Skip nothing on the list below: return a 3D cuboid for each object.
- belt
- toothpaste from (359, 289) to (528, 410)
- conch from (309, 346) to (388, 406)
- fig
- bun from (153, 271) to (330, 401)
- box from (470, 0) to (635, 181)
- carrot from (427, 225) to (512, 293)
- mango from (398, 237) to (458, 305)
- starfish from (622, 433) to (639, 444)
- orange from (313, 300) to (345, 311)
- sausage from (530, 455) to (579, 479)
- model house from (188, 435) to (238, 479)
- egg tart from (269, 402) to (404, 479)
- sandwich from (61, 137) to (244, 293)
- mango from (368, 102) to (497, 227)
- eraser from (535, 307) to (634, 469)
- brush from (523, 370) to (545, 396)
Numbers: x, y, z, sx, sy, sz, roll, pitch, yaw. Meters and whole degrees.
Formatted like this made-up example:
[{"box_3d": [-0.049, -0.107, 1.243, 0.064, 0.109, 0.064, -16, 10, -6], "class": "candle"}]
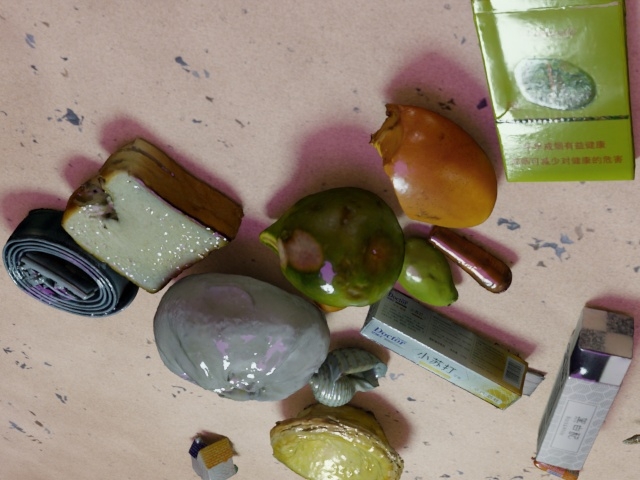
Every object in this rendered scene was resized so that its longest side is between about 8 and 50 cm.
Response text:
[{"box_3d": [-0.479, 0.053, 1.942, 0.267, 0.116, 0.206, 22, 137, 0], "class": "belt"}, {"box_3d": [0.228, 0.196, 1.830, 0.312, 0.089, 0.071, 29, 141, -7], "class": "toothpaste"}, {"box_3d": [0.048, 0.259, 1.977, 0.102, 0.153, 0.135, 56, 145, 19], "class": "conch"}, {"box_3d": [0.000, 0.000, 1.654, 0.275, 0.206, 0.206, 14, 150, 50], "class": "fig"}, {"box_3d": [-0.154, 0.190, 1.864, 0.354, 0.194, 0.354, 10, 158, 4], "class": "bun"}, {"box_3d": [0.320, -0.210, 1.351, 0.187, 0.047, 0.335, 1, 139, 22], "class": "box"}, {"box_3d": [0.249, 0.029, 1.667, 0.161, 0.055, 0.055, 37, 139, -10], "class": "carrot"}, {"box_3d": [0.182, 0.062, 1.712, 0.091, 0.074, 0.165, -17, 130, 35], "class": "mango"}, {"box_3d": [0.684, 0.388, 1.909, 0.208, 0.053, 0.176, 14, 142, 11], "class": "starfish"}, {"box_3d": [0.020, 0.092, 1.811, 0.085, 0.085, 0.085, 12, 141, 9], "class": "orange"}, {"box_3d": [0.493, 0.479, 2.117, 0.107, 0.031, 0.031, 24, 142, -6], "class": "sausage"}, {"box_3d": [-0.266, 0.525, 2.456, 0.100, 0.087, 0.100, 23, 129, 50], "class": "model house"}, {"box_3d": [0.040, 0.443, 2.192, 0.314, 0.120, 0.315, 13, 143, 10], "class": "egg tart"}, {"box_3d": [-0.311, -0.038, 1.781, 0.249, 0.095, 0.273, 36, 138, -20], "class": "sandwich"}, {"box_3d": [0.173, -0.096, 1.486, 0.154, 0.126, 0.252, -33, 130, 23], "class": "mango"}, {"box_3d": [0.477, 0.279, 1.831, 0.096, 0.098, 0.404, 12, 142, 8], "class": "eraser"}, {"box_3d": [0.269, 0.229, 1.924, 0.314, 0.017, 0.090, 20, 142, 1], "class": "brush"}]
